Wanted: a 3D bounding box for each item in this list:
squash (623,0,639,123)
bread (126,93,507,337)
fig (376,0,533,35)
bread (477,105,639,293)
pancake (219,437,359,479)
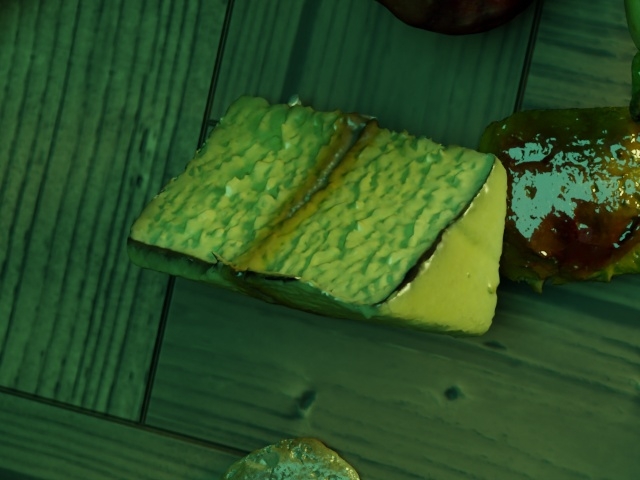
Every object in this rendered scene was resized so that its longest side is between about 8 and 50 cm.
[{"bbox_3d":[0.269,-0.205,1.399,0.137,0.137,0.288,-4,83,20],"label":"squash"},{"bbox_3d":[0.000,0.000,1.469,0.266,0.178,0.142,12,128,41],"label":"bread"},{"bbox_3d":[0.091,-0.259,1.406,0.186,0.249,0.204,-33,84,-12],"label":"fig"},{"bbox_3d":[0.248,-0.035,1.428,0.270,0.077,0.139,-3,89,17],"label":"bread"},{"bbox_3d":[-0.022,0.223,1.539,0.139,0.022,0.140,-1,87,19],"label":"pancake"}]
